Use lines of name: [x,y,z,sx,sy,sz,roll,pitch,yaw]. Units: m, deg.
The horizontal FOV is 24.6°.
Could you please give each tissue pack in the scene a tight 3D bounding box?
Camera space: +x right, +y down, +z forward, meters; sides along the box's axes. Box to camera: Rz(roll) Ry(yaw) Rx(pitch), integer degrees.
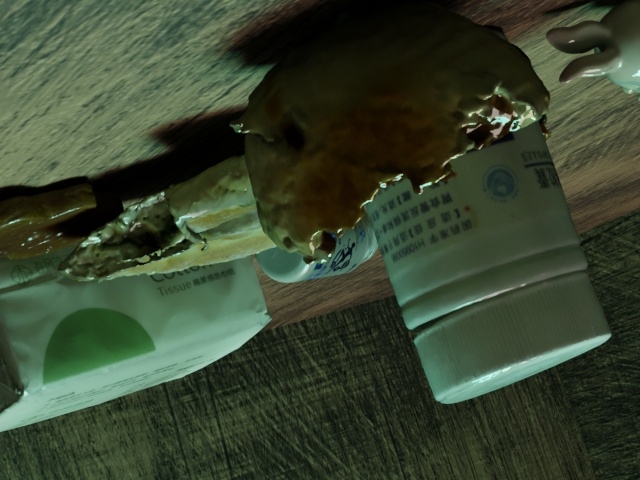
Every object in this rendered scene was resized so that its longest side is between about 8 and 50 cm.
tissue pack: [-0.278,0.096,1.802,0.357,0.193,0.266,-15,171,-37]

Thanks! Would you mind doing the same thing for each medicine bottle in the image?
medicine bottle: [0.000,0.000,2.101,0.107,0.107,0.191,-24,171,35]
medicine bottle: [0.147,-0.021,1.447,0.190,0.332,0.190,-18,172,-2]

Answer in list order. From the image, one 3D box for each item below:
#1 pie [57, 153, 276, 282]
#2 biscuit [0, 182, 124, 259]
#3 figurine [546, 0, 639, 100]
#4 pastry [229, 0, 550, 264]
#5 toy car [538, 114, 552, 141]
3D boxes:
pie: [-0.109,-0.024,1.554,0.338,0.075,0.337,-17,173,-2]
biscuit: [-0.298,-0.016,1.534,0.180,0.039,0.236,-26,170,21]
figurine: [0.340,-0.198,1.487,0.236,0.127,0.155,-13,-178,-1]
pastry: [0.053,-0.116,1.238,0.256,0.170,0.237,-27,-171,26]
toy car: [0.221,-0.133,1.876,0.143,0.054,0.073,-19,172,1]
